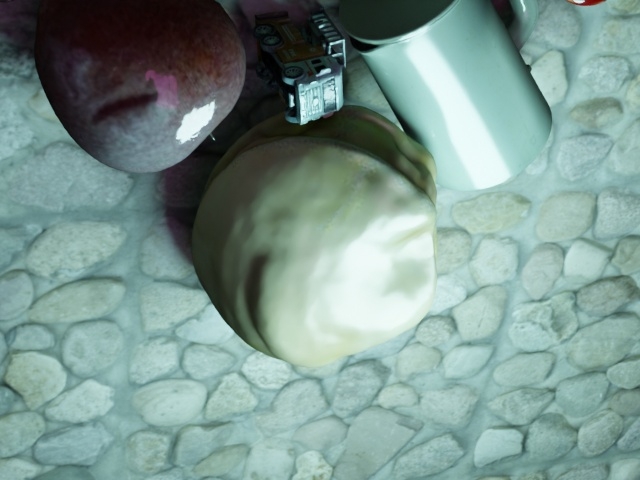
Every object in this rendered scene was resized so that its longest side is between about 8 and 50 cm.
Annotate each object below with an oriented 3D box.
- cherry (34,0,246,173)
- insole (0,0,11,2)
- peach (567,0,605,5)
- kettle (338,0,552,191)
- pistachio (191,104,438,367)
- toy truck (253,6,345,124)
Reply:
[{"bbox_3d":[-0.237,-0.225,2.009,0.261,0.221,0.307,-41,116,16],"label":"cherry"},{"bbox_3d":[-0.329,-0.391,1.957,0.248,0.011,0.081,-41,146,10],"label":"insole"},{"bbox_3d":[0.381,-0.385,2.219,0.101,0.100,0.100,-12,131,-14],"label":"peach"},{"bbox_3d":[0.201,-0.259,2.174,0.265,0.205,0.318,-31,130,7],"label":"kettle"},{"bbox_3d":[0.000,0.000,2.227,0.365,0.281,0.445,25,131,-8],"label":"pistachio"},{"bbox_3d":[-0.017,-0.239,2.112,0.115,0.177,0.080,-15,132,-13],"label":"toy truck"}]
